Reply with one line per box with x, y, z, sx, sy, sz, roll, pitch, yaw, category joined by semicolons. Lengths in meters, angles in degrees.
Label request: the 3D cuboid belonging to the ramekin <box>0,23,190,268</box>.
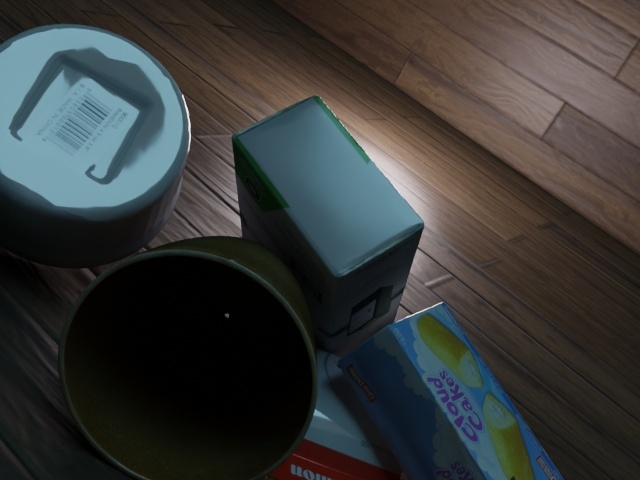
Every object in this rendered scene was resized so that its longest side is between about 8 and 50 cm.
-0.287;-0.117;0.971;0.277;0.135;0.277;7;70;-20;ramekin

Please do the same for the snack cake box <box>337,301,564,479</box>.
0.153;0.213;0.943;0.264;0.089;0.152;57;30;13;snack cake box

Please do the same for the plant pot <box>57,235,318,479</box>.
-0.105;0.091;0.854;0.237;0.237;0.254;29;16;-1;plant pot

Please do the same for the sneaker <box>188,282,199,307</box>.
-0.150;0.066;1.050;0.071;0.068;0.170;10;18;26;sneaker

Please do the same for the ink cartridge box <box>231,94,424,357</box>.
0.000;0.000;1.007;0.122;0.289;0.211;-31;69;-17;ink cartridge box

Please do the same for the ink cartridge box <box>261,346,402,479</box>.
0.013;0.213;0.930;0.189;0.066;0.232;24;20;-13;ink cartridge box
